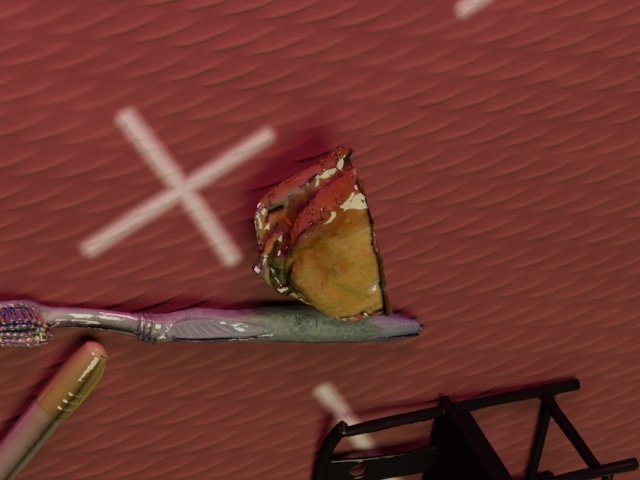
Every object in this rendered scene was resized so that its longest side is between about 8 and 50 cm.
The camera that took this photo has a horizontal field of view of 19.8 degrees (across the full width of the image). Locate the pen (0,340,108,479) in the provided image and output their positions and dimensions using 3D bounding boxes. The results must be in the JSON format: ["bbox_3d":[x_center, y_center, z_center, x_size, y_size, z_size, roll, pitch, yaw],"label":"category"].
[{"bbox_3d":[-0.249,0.170,1.540,0.233,0.032,0.040,-50,153,20],"label":"pen"}]

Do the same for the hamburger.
[{"bbox_3d":[-0.007,-0.002,1.480,0.102,0.087,0.176,-14,138,1],"label":"hamburger"}]

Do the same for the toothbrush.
[{"bbox_3d":[-0.094,0.071,1.526,0.413,0.042,0.035,1,126,-28],"label":"toothbrush"}]

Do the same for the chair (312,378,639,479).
[{"bbox_3d":[0.138,0.233,1.696,0.260,0.141,0.154,-9,129,-22],"label":"chair"}]
